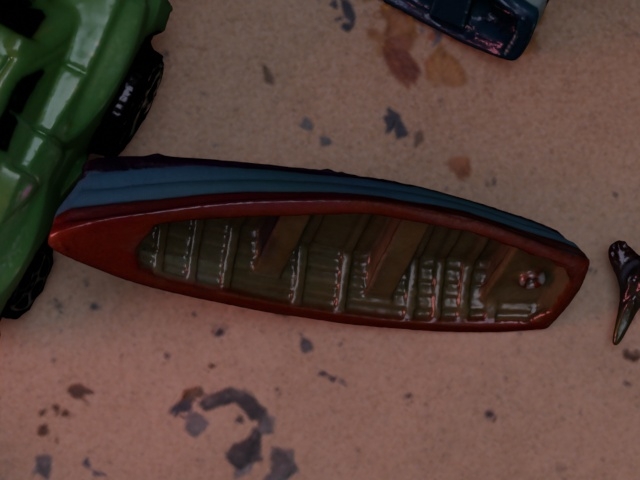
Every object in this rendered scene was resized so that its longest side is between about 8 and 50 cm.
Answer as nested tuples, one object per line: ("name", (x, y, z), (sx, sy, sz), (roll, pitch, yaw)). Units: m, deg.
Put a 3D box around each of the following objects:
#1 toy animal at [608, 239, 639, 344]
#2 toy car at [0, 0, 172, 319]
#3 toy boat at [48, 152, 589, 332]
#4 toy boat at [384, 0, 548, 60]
("toy animal", (0.298, 0.067, 1.313), (0.202, 0.070, 0.105), (35, 67, 6))
("toy car", (-0.249, -0.110, 1.257), (0.213, 0.176, 0.359), (28, 81, 4))
("toy boat", (0.000, 0.000, 1.258), (0.392, 0.136, 0.079), (9, 48, -15))
("toy boat", (0.043, -0.245, 1.336), (0.299, 0.096, 0.062), (32, 70, 6))
